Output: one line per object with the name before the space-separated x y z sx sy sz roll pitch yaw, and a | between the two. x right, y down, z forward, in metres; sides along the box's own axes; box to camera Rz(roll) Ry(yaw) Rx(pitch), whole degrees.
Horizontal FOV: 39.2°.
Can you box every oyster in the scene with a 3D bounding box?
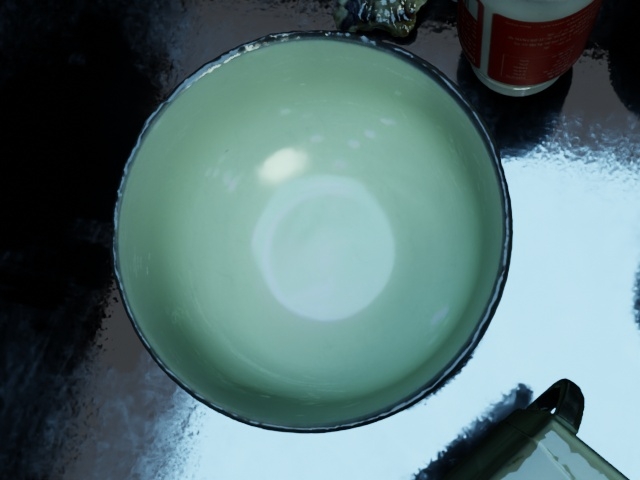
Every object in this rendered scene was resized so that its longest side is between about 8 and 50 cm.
oyster | 0.070 -0.290 0.949 0.103 0.051 0.148 12 89 24

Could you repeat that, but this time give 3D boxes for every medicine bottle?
medicine bottle | 0.191 -0.223 0.826 0.131 0.250 0.131 -1 81 9

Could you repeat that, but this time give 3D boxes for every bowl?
bowl | 0.000 0.000 0.850 0.354 0.185 0.353 -1 80 8

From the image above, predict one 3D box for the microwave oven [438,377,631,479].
microwave oven | 0.149 0.303 0.670 0.333 0.394 0.247 -44 77 0
